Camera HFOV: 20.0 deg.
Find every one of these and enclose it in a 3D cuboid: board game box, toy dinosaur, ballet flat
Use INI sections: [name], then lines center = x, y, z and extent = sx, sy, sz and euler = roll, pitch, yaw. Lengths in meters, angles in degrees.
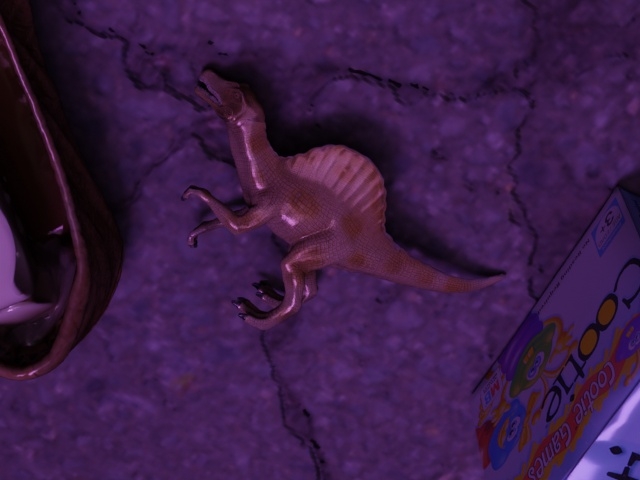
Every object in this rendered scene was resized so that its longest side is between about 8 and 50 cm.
[board game box]
center = 0.230, 0.115, 0.870
extent = 0.275, 0.142, 0.144
euler = 26, 113, -15
[toy dinosaur]
center = 0.000, 0.000, 0.852
extent = 0.183, 0.053, 0.092
euler = 38, 108, -19
[ballet flat]
center = -0.178, -0.080, 0.764
extent = 0.116, 0.124, 0.342
euler = -18, 116, 3
